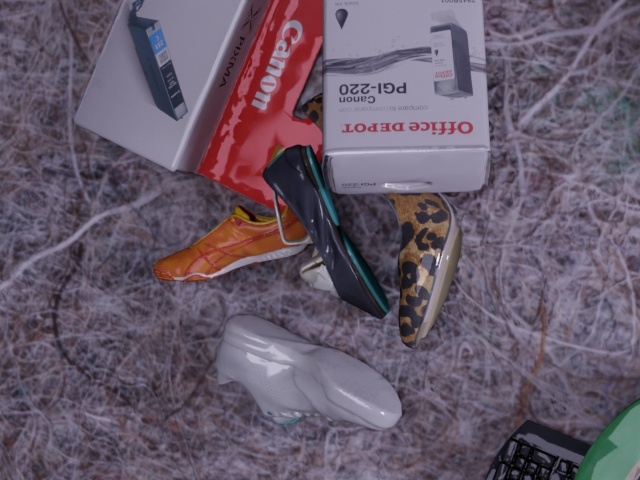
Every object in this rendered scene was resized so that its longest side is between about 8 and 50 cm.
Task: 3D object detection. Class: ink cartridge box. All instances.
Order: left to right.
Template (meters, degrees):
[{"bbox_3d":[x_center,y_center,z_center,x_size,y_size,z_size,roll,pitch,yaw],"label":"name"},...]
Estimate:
[{"bbox_3d":[-0.090,-0.206,1.375,0.261,0.066,0.296,25,97,18],"label":"ink cartridge box"},{"bbox_3d":[0.081,-0.161,1.255,0.158,0.092,0.218,-2,70,3],"label":"ink cartridge box"}]

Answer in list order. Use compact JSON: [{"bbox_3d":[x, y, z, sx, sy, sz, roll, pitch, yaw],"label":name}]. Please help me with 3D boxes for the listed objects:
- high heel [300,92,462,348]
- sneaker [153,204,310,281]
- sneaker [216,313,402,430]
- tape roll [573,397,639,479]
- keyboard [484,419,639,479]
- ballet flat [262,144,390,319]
[{"bbox_3d":[0.051,-0.029,1.305,0.186,0.093,0.261,9,76,12],"label":"high heel"},{"bbox_3d":[-0.096,0.000,1.372,0.175,0.064,0.067,-18,98,6],"label":"sneaker"},{"bbox_3d":[-0.015,0.158,1.347,0.212,0.080,0.094,25,108,23],"label":"sneaker"},{"bbox_3d":[0.385,0.275,1.169,0.321,0.077,0.321,0,89,20],"label":"tape roll"},{"bbox_3d":[0.297,0.322,1.259,0.317,0.033,0.202,21,96,18],"label":"keyboard"},{"bbox_3d":[0.000,0.000,1.316,0.074,0.074,0.203,-22,107,16],"label":"ballet flat"}]
